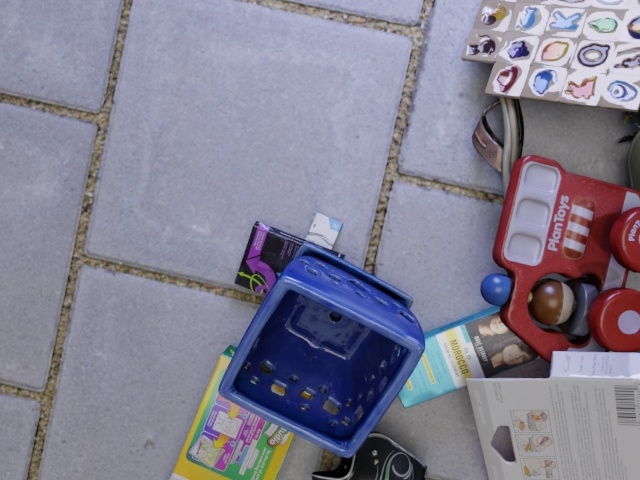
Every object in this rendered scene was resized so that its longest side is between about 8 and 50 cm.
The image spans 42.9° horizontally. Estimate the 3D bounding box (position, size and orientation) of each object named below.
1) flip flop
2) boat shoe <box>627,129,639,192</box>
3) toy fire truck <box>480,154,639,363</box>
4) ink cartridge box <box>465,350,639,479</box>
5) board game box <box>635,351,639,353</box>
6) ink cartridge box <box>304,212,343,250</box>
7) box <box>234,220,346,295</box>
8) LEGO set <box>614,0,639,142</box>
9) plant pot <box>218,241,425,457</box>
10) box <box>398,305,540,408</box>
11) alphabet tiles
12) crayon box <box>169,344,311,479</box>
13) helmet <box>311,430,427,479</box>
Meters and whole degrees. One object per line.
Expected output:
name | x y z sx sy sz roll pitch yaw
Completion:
flip flop | 0.287 -0.145 1.322 0.080 0.112 0.277 -1 97 19
boat shoe | 0.529 -0.094 1.270 0.069 0.081 0.227 -24 134 -9
toy fire truck | 0.380 0.040 1.261 0.254 0.169 0.302 14 92 -8
ink cartridge box | 0.384 0.301 1.276 0.261 0.066 0.296 -3 125 23
board game box | 0.715 0.198 1.312 0.347 0.078 0.233 -32 90 4
ink cartridge box | 0.000 0.000 1.374 0.048 0.028 0.083 23 94 3
box | -0.052 0.049 1.363 0.162 0.029 0.116 20 112 1
LEGO set | 0.615 -0.279 1.275 0.331 0.192 0.255 -15 72 18
plant pot | 0.010 0.152 1.261 0.236 0.212 0.236 28 112 -3
box | 0.234 0.187 1.351 0.244 0.060 0.100 -22 91 4
alphabet tiles | 0.403 -0.332 1.250 0.343 0.011 0.285 13 73 27
crayon box | -0.137 0.338 1.370 0.165 0.081 0.278 23 93 2
helmet | 0.075 0.397 1.320 0.169 0.169 0.161 35 77 2
